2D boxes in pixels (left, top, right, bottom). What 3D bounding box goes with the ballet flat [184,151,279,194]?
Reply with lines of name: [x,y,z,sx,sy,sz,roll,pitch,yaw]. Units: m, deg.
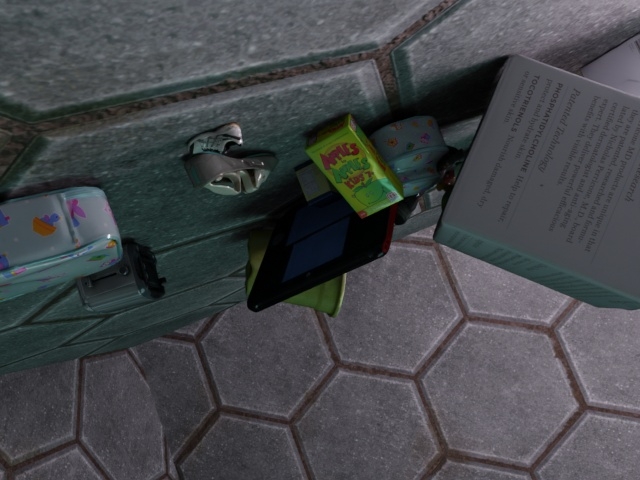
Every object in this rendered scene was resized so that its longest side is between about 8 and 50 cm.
ballet flat: [-0.139,-0.108,0.940,0.072,0.068,0.213,-26,170,32]

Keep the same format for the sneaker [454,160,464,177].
sneaker: [0.504,-0.236,1.663,0.256,0.094,0.151,-18,179,-38]

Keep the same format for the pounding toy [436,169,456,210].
pounding toy: [0.447,-0.190,1.847,0.183,0.110,0.237,-45,-174,45]

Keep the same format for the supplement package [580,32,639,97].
supplement package: [0.724,-0.336,1.149,0.145,0.204,0.262,-11,167,-42]

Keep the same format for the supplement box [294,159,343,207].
supplement box: [-0.002,-0.118,1.155,0.056,0.083,0.083,-24,171,17]

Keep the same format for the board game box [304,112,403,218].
board game box: [0.063,-0.128,0.999,0.092,0.181,0.043,-25,-145,27]

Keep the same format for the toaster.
toaster: [-0.444,0.089,1.248,0.146,0.129,0.227,-17,173,-4]

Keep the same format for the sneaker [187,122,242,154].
sneaker: [-0.153,-0.140,0.813,0.083,0.037,0.032,-21,174,8]

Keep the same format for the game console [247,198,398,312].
game console: [0.011,-0.019,1.284,0.386,0.060,0.342,-27,-154,32]

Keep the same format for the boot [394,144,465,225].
boot: [0.217,-0.143,1.373,0.229,0.091,0.263,-48,-157,-11]

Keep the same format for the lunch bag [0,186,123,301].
lunch bag: [-0.447,0.016,0.837,0.279,0.108,0.224,-17,174,-19]

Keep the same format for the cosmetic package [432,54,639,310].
cosmetic package: [0.464,-0.088,1.081,0.393,0.327,0.329,23,178,9]

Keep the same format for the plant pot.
plant pot: [-0.079,0.070,1.560,0.254,0.276,0.276,5,166,-10]

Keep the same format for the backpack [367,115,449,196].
backpack: [0.160,-0.161,1.104,0.166,0.144,0.188,-13,163,-17]
